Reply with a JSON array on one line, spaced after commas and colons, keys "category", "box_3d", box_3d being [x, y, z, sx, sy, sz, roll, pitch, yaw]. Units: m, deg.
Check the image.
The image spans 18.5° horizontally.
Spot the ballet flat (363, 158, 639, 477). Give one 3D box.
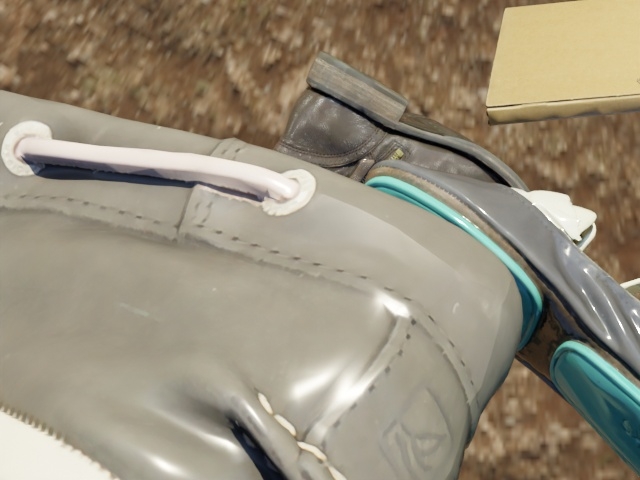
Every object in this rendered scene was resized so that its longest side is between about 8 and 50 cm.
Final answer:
[{"category": "ballet flat", "box_3d": [0.107, 0.028, 0.829, 0.203, 0.074, 0.074, 42, 114, 13]}]

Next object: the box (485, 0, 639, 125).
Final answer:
[{"category": "box", "box_3d": [0.244, -0.155, 1.622, 0.201, 0.164, 0.021, -4, 125, 16]}]

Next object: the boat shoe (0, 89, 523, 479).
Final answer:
[{"category": "boat shoe", "box_3d": [-0.091, 0.009, 0.462, 0.095, 0.335, 0.112, -47, 130, -21]}]

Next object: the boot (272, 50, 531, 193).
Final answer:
[{"category": "boot", "box_3d": [0.027, -0.005, 1.587, 0.263, 0.091, 0.229, 30, 93, -22]}]
